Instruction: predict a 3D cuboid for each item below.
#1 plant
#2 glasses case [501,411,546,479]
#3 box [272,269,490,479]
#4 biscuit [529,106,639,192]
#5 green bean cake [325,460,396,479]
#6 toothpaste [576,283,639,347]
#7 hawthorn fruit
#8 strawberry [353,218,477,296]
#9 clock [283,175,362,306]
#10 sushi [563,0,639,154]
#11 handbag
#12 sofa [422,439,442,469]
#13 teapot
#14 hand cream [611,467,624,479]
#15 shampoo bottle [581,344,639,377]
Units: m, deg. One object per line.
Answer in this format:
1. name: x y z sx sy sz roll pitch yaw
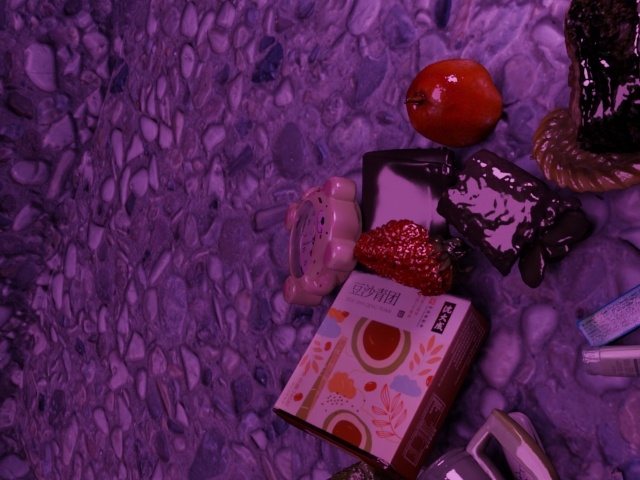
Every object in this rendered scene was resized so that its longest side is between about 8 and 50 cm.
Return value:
1. plant: 0.382 -0.050 1.328 0.276 0.188 0.199 38 110 17
2. glasses case: 0.422 0.449 1.364 0.076 0.049 0.197 -34 66 39
3. box: 0.129 0.281 1.474 0.344 0.122 0.385 12 64 44
4. biscuit: 0.510 -0.164 1.244 0.273 0.036 0.187 20 66 41
5. green bean cake: 0.115 0.641 1.611 0.200 0.113 0.214 -43 60 35
6. toothpaste: 0.594 0.107 1.209 0.267 0.050 0.065 -44 62 34
7. hawthorn fruit: 0.263 -0.291 1.424 0.196 0.225 0.196 5 96 56
8. strawberry: 0.180 0.049 1.407 0.286 0.188 0.106 2 45 45
9. clock: 0.000 0.000 1.664 0.309 0.114 0.284 136 140 -59
10. sushi: 0.519 -0.305 1.160 0.171 0.211 0.350 -15 55 44
11. handbag: 0.208 -0.069 1.544 0.257 0.113 0.285 2 90 44
12. sofa: 0.208 0.396 1.555 0.210 0.176 0.225 2 62 44
13. teapot: 0.331 0.537 1.331 0.321 0.239 0.239 -44 51 -9
14. hand cream: 0.563 0.473 1.251 0.030 0.019 0.093 -23 75 43
15. shampoo bottle: 0.578 0.211 1.185 0.212 0.049 0.072 -5 127 31
